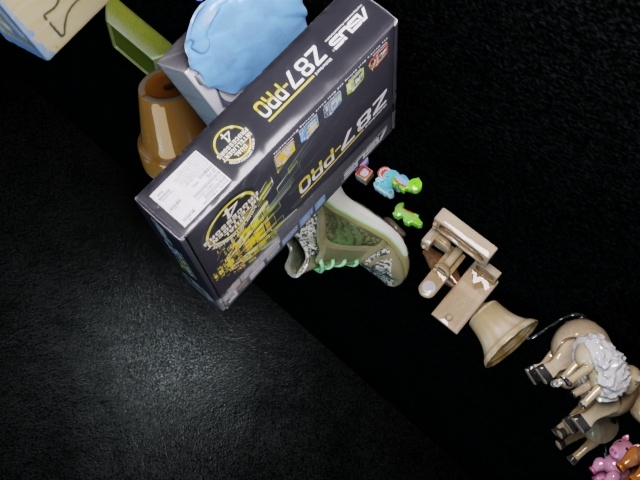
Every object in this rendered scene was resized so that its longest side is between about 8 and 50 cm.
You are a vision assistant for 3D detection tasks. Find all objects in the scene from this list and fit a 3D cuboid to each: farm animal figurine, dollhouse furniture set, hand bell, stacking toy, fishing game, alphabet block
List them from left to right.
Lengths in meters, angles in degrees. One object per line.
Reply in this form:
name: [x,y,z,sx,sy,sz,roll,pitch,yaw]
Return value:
alphabet block: [-0.561,-0.503,1.993,0.193,0.197,0.192,30,162,39]
fishing game: [-0.106,-0.291,1.441,0.264,0.189,0.041,51,-175,-48]
stacking toy: [0.089,-0.119,1.732,0.221,0.052,0.167,35,168,17]
dollhouse furniture set: [0.222,0.054,1.739,0.144,0.123,0.151,38,167,12]
hand bell: [0.271,0.102,1.865,0.242,0.126,0.126,49,170,20]
farm animal figurine: [0.471,0.256,1.643,0.326,0.172,0.330,56,172,-9]

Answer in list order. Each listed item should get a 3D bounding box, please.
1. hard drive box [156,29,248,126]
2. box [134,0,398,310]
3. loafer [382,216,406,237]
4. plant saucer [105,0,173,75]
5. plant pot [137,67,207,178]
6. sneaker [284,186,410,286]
hard drive box: [-0.109,-0.248,1.569,0.089,0.181,0.232,26,161,47]
box: [-0.055,-0.112,1.380,0.097,0.395,0.318,40,167,14]
loafer: [0.120,-0.010,1.983,0.056,0.050,0.148,44,167,-11]
plant saucer: [-0.378,-0.406,2.122,0.188,0.045,0.188,40,167,4]
plant pot: [-0.291,-0.251,2.101,0.205,0.205,0.188,32,148,34]
sneaker: [0.000,0.000,1.853,0.410,0.182,0.158,39,164,-36]
